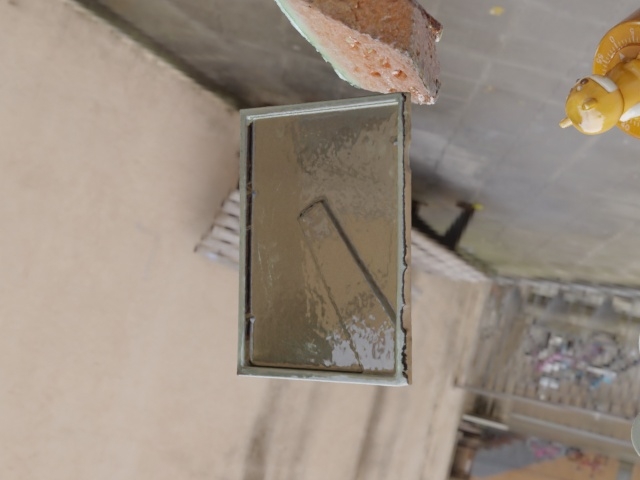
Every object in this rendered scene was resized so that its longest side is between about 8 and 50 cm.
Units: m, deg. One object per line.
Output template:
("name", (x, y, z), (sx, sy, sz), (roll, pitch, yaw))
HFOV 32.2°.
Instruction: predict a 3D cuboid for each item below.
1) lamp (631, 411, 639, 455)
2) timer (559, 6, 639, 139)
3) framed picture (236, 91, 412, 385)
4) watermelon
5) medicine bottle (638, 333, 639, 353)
("lamp", (0.255, 0.074, 0.783), (0.050, 0.198, 0.056), (-3, 146, 28))
("timer", (0.280, -0.138, 1.008), (0.152, 0.132, 0.132), (-25, -167, -31))
("framed picture", (0.000, 0.000, 1.139), (0.213, 0.289, 0.016), (-2, 177, 35))
("watermelon", (0.075, -0.257, 1.340), (0.193, 0.140, 0.256), (36, -176, -41))
("medicine bottle", (0.445, 0.124, 1.318), (0.117, 0.074, 0.055), (3, -162, -10))
